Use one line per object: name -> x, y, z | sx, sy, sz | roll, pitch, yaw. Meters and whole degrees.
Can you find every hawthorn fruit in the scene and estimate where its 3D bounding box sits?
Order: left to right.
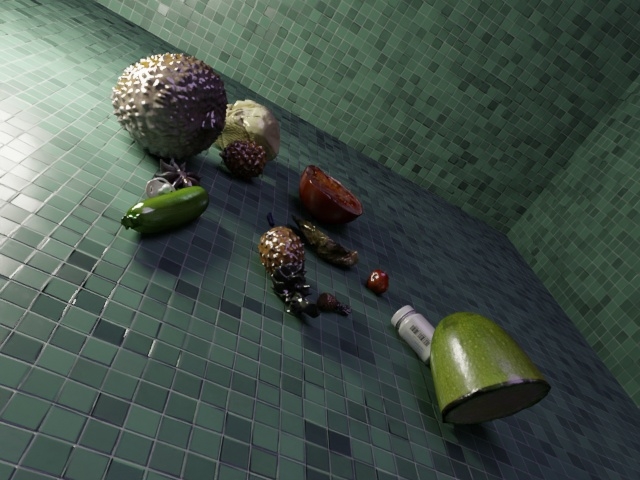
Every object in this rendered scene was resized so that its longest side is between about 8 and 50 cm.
hawthorn fruit -> 0.217, 0.149, 1.937 | 0.093, 0.093, 0.093 | 28, 23, -13

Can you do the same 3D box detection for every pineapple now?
pineapple -> -0.317, -0.328, 2.110 | 0.193, 0.166, 0.166 | 6, 34, -32
pineapple -> -0.085, 0.104, 1.588 | 0.170, 0.141, 0.310 | 45, 15, -50
pineapple -> 0.046, 0.207, 1.661 | 0.124, 0.058, 0.058 | 34, 18, -37

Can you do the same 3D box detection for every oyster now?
oyster -> 0.000, 0.004, 1.968 | 0.294, 0.094, 0.166 | 33, 2, 24

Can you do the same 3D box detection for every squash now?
squash -> -0.434, -0.089, 1.533 | 0.107, 0.107, 0.395 | 37, 23, 8
squash -> 0.456, 0.334, 1.525 | 0.310, 0.310, 0.309 | 17, 46, -34

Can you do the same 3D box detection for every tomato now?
tomato -> 0.025, -0.168, 2.246 | 0.338, 0.144, 0.338 | 32, 22, -15

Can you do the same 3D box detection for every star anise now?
star anise -> -0.465, -0.197, 1.761 | 0.180, 0.061, 0.204 | 42, 25, 1

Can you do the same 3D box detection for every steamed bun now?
steamed bun -> -0.316, -0.479, 2.261 | 0.276, 0.289, 0.203 | 58, 43, -42

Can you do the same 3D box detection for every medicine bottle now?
medicine bottle -> 0.326, 0.310, 1.740 | 0.103, 0.103, 0.187 | 3, 37, -51

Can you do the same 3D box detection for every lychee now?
lychee -> -0.528, -0.479, 1.863 | 0.432, 0.380, 0.380 | 27, 20, 16

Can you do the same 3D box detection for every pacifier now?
pacifier -> -0.487, -0.159, 1.631 | 0.099, 0.078, 0.081 | 12, 74, -37

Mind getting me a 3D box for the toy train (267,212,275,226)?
toy train -> -0.186, -0.080, 1.953 | 0.017, 0.017, 0.083 | 13, 29, -25
